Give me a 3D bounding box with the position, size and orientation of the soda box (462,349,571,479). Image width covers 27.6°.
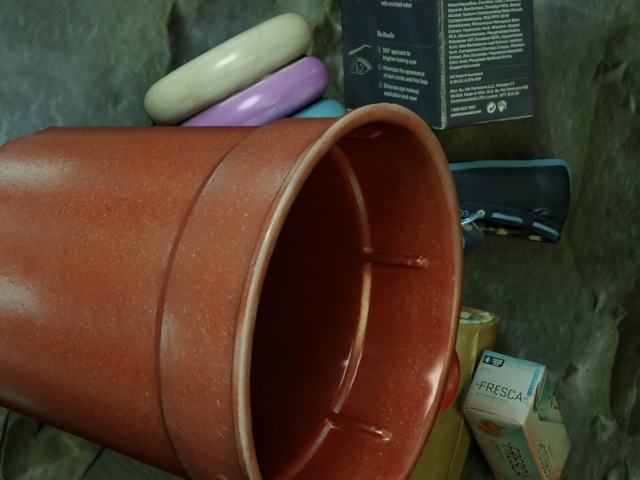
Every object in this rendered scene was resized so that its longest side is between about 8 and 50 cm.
[{"bbox_3d":[0.180,0.170,1.177,0.063,0.058,0.183,-65,153,-23],"label":"soda box"}]

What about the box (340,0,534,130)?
[{"bbox_3d":[0.091,-0.179,1.047,0.093,0.156,0.158,-11,106,-26],"label":"box"}]

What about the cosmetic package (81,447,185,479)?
[{"bbox_3d":[-0.065,0.184,1.048,0.151,0.151,0.183,39,82,-29],"label":"cosmetic package"}]

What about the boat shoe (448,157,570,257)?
[{"bbox_3d":[0.119,-0.024,1.124,0.258,0.109,0.089,-4,92,-25],"label":"boat shoe"}]

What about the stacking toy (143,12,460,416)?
[{"bbox_3d":[0.000,0.000,1.002,0.141,0.141,0.330,-31,97,-19],"label":"stacking toy"}]

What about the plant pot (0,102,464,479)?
[{"bbox_3d":[-0.084,0.035,0.848,0.272,0.265,0.272,-24,119,-56],"label":"plant pot"}]

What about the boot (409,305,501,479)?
[{"bbox_3d":[0.067,0.195,1.123,0.236,0.089,0.269,-8,112,-68],"label":"boot"}]
